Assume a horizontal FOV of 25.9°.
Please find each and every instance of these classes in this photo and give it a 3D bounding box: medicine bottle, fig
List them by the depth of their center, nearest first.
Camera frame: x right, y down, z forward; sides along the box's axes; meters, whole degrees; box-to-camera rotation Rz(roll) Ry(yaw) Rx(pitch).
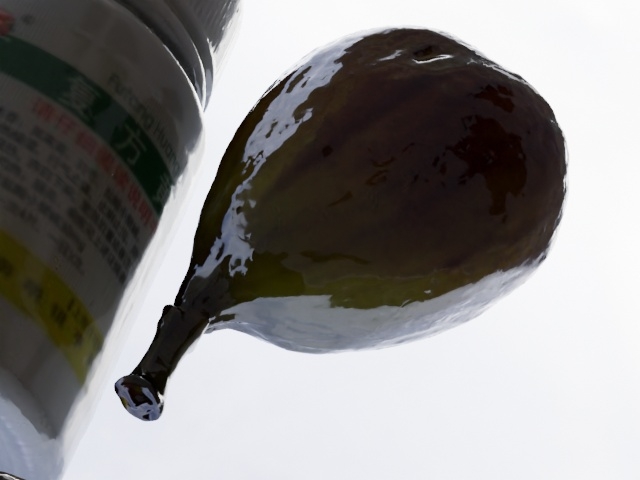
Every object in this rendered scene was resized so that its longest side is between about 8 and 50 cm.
[{"bbox_3d":[0.000,0.002,0.693,0.170,0.145,0.274,35,-126,25],"label":"fig"},{"bbox_3d":[-0.174,-0.043,0.760,0.208,0.208,0.339,39,-131,-22],"label":"medicine bottle"}]

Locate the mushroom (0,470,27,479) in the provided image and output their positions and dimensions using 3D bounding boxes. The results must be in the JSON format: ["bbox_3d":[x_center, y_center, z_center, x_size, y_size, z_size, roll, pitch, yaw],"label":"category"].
[{"bbox_3d":[-0.094,0.203,0.449,0.267,0.254,0.267,40,-173,-6],"label":"mushroom"}]
